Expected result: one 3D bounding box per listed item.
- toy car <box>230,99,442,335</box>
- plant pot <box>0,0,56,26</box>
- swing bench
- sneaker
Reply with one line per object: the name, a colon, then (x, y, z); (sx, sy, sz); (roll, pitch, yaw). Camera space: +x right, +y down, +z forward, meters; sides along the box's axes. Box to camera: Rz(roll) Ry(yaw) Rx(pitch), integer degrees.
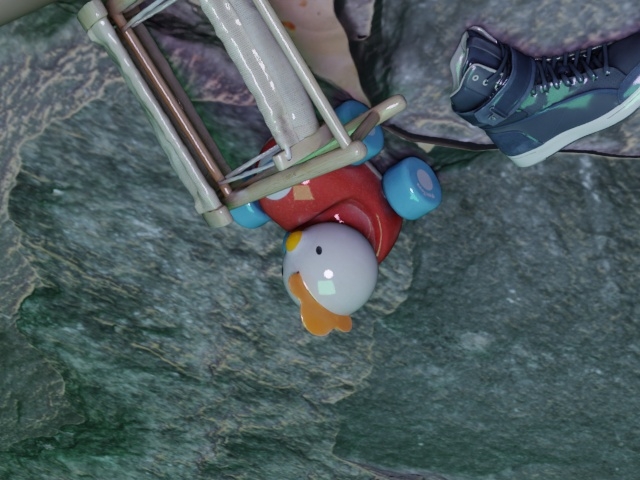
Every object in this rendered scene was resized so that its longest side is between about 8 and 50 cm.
toy car: (0.000, 0.000, 1.056); (0.219, 0.238, 0.210); (-30, 122, 34)
plant pot: (-0.285, -0.280, 0.664); (0.280, 0.323, 0.323); (-40, 121, 3)
swing bench: (-0.094, -0.168, 0.908); (0.255, 0.165, 0.253); (-24, 105, 31)
sneaker: (0.237, -0.179, 0.932); (0.163, 0.086, 0.226); (34, 133, -24)
